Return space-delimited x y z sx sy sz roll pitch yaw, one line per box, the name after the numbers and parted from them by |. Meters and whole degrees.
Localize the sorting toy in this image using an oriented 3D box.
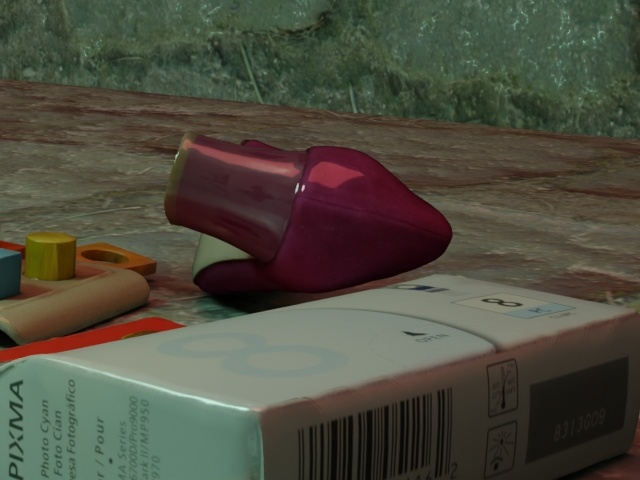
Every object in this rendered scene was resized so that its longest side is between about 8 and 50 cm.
-0.245 0.016 1.147 0.196 0.047 0.347 14 14 20 | sorting toy

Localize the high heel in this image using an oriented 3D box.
0.000 0.000 1.153 0.181 0.127 0.377 17 1 4 | high heel

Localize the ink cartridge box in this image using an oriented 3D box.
-0.066 0.065 0.870 0.385 0.091 0.308 12 14 40 | ink cartridge box
